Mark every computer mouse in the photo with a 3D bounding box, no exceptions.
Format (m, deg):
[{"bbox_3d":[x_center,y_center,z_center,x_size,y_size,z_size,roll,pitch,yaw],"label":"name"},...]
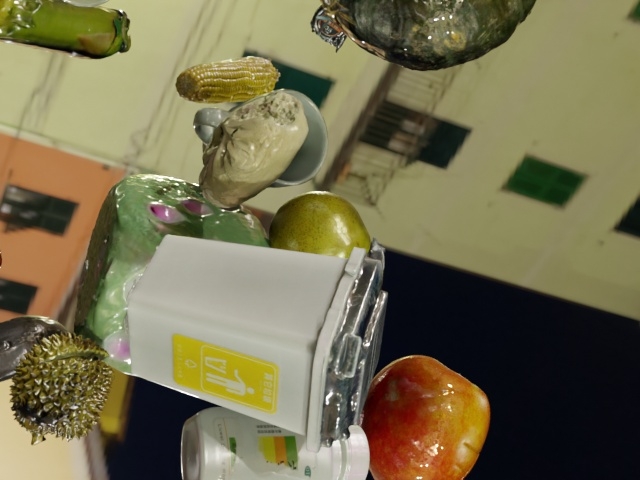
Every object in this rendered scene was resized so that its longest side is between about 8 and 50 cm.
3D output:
[{"bbox_3d":[-0.602,0.212,2.312,0.122,0.217,0.073,53,-41,23],"label":"computer mouse"}]

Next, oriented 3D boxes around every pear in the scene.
[{"bbox_3d":[0.001,-0.001,2.200,0.198,0.198,0.198,-45,-144,48],"label":"pear"}]

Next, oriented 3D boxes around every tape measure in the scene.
[{"bbox_3d":[0.029,-0.451,2.347,0.091,0.094,0.054,-43,-164,20],"label":"tape measure"}]

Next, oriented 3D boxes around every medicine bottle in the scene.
[{"bbox_3d":[-0.073,0.356,1.855,0.111,0.296,0.161,141,-51,-57],"label":"medicine bottle"}]

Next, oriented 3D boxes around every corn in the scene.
[{"bbox_3d":[-0.213,-0.362,2.594,0.106,0.305,0.106,10,-72,34],"label":"corn"}]

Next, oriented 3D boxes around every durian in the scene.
[{"bbox_3d":[-0.489,0.287,2.043,0.237,0.193,0.138,-65,174,17],"label":"durian"}]

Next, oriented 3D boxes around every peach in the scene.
[{"bbox_3d":[0.184,0.367,2.219,0.274,0.245,0.248,-62,-156,-10],"label":"peach"}]

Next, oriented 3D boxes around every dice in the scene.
[{"bbox_3d":[-0.293,0.076,2.229,0.330,0.322,0.318,-110,-141,-62],"label":"dice"}]

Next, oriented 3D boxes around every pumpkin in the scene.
[{"bbox_3d":[0.203,-0.533,2.110,0.454,0.344,0.454,-9,-120,16],"label":"pumpkin"}]

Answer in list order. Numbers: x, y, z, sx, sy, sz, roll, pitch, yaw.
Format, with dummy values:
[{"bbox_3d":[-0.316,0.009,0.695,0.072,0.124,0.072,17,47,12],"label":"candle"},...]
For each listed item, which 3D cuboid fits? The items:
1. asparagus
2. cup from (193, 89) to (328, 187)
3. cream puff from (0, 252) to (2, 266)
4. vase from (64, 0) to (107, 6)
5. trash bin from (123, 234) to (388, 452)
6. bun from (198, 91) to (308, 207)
[{"bbox_3d":[-0.525,-0.406,2.105,0.128,0.382,0.108,14,-82,38],"label":"asparagus"},{"bbox_3d":[-0.154,-0.204,2.249,0.234,0.258,0.186,-3,-108,53],"label":"cup"},{"bbox_3d":[-0.497,0.012,1.500,0.084,0.149,0.149,-47,180,-44],"label":"cream puff"},{"bbox_3d":[-0.365,-0.501,1.773,0.173,0.173,0.321,-56,-150,35],"label":"vase"},{"bbox_3d":[-0.090,0.124,1.751,0.296,0.368,0.256,-67,166,-46],"label":"trash bin"},{"bbox_3d":[-0.125,-0.165,1.958,0.237,0.116,0.210,-52,-157,-4],"label":"bun"}]
